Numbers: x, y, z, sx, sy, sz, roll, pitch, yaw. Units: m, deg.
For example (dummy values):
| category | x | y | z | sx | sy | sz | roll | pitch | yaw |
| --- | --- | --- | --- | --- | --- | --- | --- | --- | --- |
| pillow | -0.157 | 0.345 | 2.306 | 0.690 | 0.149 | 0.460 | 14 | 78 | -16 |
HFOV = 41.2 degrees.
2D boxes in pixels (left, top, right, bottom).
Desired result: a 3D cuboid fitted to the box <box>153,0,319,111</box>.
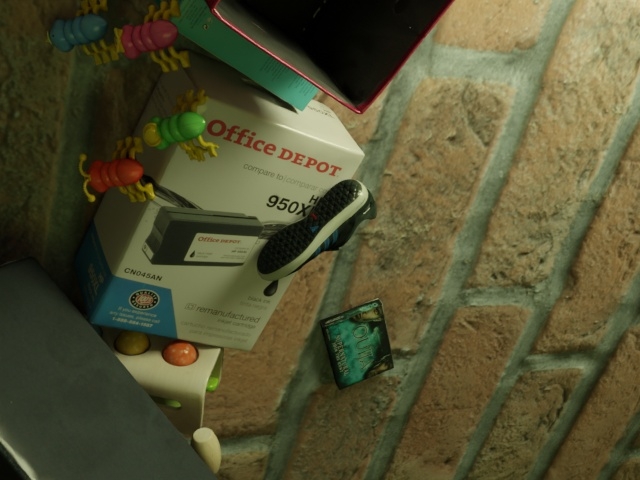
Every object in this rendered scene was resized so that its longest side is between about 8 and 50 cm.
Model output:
| category | x | y | z | sx | sy | sz | roll | pitch | yaw |
| --- | --- | --- | --- | --- | --- | --- | --- | --- | --- |
| box | -0.111 | -0.279 | 1.189 | 0.244 | 0.100 | 0.060 | 28 | 109 | -37 |

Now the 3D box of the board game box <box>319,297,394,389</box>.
| category | x | y | z | sx | sy | sz | roll | pitch | yaw |
| --- | --- | --- | --- | --- | --- | --- | --- | --- | --- |
| board game box | 0.075 | 0.206 | 1.681 | 0.126 | 0.026 | 0.186 | -21 | 130 | -8 |

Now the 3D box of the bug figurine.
| category | x | y | z | sx | sy | sz | roll | pitch | yaw |
| --- | --- | --- | --- | --- | --- | --- | --- | --- | --- |
| bug figurine | -0.249 | -0.188 | 1.092 | 0.216 | 0.072 | 0.279 | -11 | 96 | 27 |

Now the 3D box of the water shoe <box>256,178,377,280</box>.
| category | x | y | z | sx | sy | sz | roll | pitch | yaw |
| --- | --- | --- | --- | --- | --- | --- | --- | --- | --- |
| water shoe | 0.000 | 0.000 | 1.249 | 0.203 | 0.073 | 0.080 | -40 | 136 | 5 |

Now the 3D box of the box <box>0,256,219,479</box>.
| category | x | y | z | sx | sy | sz | roll | pitch | yaw |
| --- | --- | --- | --- | --- | --- | --- | --- | --- | --- |
| box | -0.474 | 0.367 | 1.186 | 0.472 | 0.297 | 0.480 | -41 | 88 | 22 |

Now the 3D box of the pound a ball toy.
| category | x | y | z | sx | sy | sz | roll | pitch | yaw |
| --- | --- | --- | --- | --- | --- | --- | --- | --- | --- |
| pound a ball toy | -0.286 | 0.223 | 1.329 | 0.319 | 0.208 | 0.135 | 11 | 122 | 5 |

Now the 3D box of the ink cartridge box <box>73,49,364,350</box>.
| category | x | y | z | sx | sy | sz | roll | pitch | yaw |
| --- | --- | --- | --- | --- | --- | --- | --- | --- | --- |
| ink cartridge box | -0.161 | -0.047 | 1.295 | 0.285 | 0.166 | 0.395 | 15 | 116 | -33 |

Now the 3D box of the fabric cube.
| category | x | y | z | sx | sy | sz | roll | pitch | yaw |
| --- | --- | --- | --- | --- | --- | --- | --- | --- | --- |
| fabric cube | -0.001 | -0.366 | 1.071 | 0.254 | 0.258 | 0.259 | 28 | 110 | -36 |
